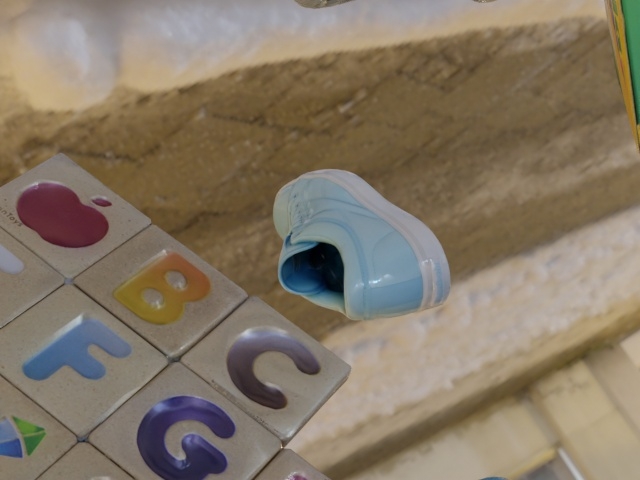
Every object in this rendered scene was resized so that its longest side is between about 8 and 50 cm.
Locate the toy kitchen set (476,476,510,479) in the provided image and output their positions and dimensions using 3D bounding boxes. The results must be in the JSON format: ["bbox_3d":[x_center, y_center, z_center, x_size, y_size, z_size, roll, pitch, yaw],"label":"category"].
[{"bbox_3d":[0.057,0.230,0.733,0.166,0.122,0.207,-27,139,-12],"label":"toy kitchen set"}]

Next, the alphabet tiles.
[{"bbox_3d":[-0.141,0.085,0.403,0.342,0.285,0.011,-41,161,-48],"label":"alphabet tiles"}]

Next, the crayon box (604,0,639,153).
[{"bbox_3d":[0.300,-0.296,1.060,0.106,0.363,0.313,-8,-163,15],"label":"crayon box"}]

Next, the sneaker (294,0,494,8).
[{"bbox_3d":[0.029,-0.124,0.381,0.152,0.085,0.058,-17,162,-41],"label":"sneaker"}]

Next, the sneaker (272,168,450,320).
[{"bbox_3d":[0.000,0.000,1.411,0.150,0.135,0.366,-11,-163,-25],"label":"sneaker"}]
